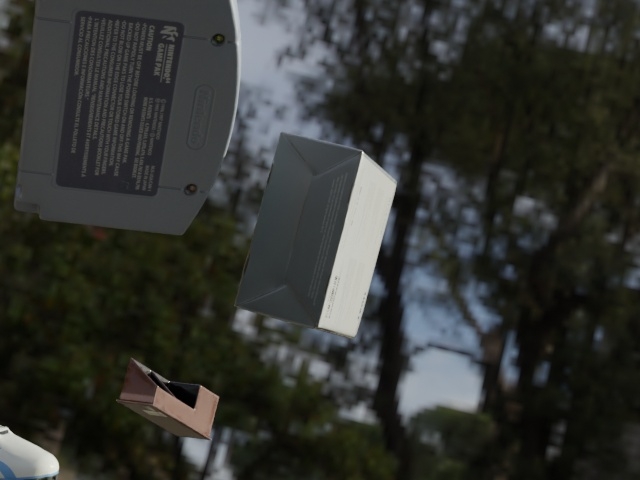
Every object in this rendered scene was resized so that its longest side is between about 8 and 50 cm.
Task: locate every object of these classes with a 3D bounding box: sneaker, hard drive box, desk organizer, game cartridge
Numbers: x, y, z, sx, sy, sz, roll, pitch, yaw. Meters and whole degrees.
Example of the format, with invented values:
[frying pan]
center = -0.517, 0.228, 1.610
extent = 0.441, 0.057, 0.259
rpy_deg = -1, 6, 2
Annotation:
[sneaker]
center = -0.364, 0.185, 1.842
extent = 0.237, 0.086, 0.085
rpy_deg = 16, 6, 18
[hard drive box]
center = 0.000, 0.000, 1.908
extent = 0.089, 0.181, 0.232
rpy_deg = 15, -3, 12
[desk organizer]
center = -0.162, 0.171, 2.015
extent = 0.047, 0.050, 0.130
rpy_deg = 4, -20, 28
[game cartridge]
center = -0.175, -0.136, 1.735
extent = 0.196, 0.060, 0.294
rpy_deg = 9, -52, -6
